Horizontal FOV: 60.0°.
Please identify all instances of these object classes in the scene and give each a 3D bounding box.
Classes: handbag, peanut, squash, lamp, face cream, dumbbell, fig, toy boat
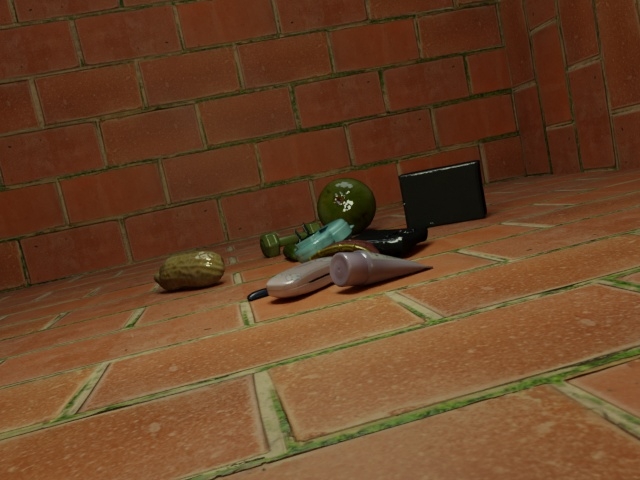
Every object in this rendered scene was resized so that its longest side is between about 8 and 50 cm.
[{"bbox_3d":[0.226,0.009,1.900,0.244,0.088,0.275,-7,5,28],"label":"handbag"},{"bbox_3d":[-0.494,0.115,2.074,0.325,0.140,0.153,-13,-14,33],"label":"peanut"},{"bbox_3d":[-0.116,0.046,2.296,0.066,0.066,0.252,-13,6,-14],"label":"squash"},{"bbox_3d":[0.006,0.011,1.945,0.209,0.147,0.284,-32,-13,23],"label":"lamp"},{"bbox_3d":[0.156,0.073,1.498,0.274,0.096,0.154,-1,-2,-35],"label":"face cream"},{"bbox_3d":[-0.134,-0.005,2.599,0.302,0.121,0.108,-14,-22,-23],"label":"dumbbell"},{"bbox_3d":[0.144,-0.158,2.782,0.316,0.316,0.316,-12,6,1],"label":"fig"},{"bbox_3d":[0.079,0.056,1.733,0.318,0.099,0.141,-7,-33,41],"label":"toy boat"}]

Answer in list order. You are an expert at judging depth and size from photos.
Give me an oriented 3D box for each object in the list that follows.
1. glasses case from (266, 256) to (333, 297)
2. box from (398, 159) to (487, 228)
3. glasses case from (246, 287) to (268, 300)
[{"bbox_3d":[-0.031,0.101,1.574,0.113,0.075,0.297,-5,10,38],"label":"glasses case"},{"bbox_3d":[0.549,-0.203,2.458,0.345,0.251,0.204,-8,7,21],"label":"box"},{"bbox_3d":[-0.176,0.154,1.614,0.083,0.023,0.033,-15,9,-30],"label":"glasses case"}]
